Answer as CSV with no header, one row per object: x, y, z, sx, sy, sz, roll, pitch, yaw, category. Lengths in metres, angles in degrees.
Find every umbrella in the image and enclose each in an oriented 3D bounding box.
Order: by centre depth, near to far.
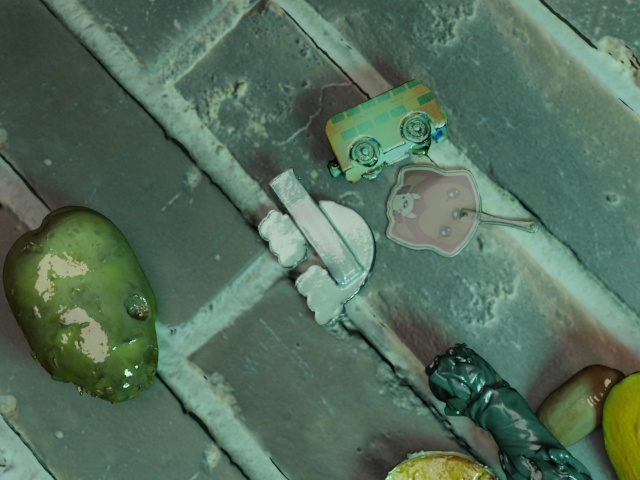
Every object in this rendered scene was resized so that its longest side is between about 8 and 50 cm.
0.268,0.276,1.499,0.094,0.143,0.349,-44,76,4,umbrella

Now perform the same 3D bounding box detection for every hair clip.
0.000,0.000,1.647,0.140,0.054,0.220,-34,79,-4,hair clip

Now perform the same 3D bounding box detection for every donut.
0.164,0.352,1.542,0.181,0.078,0.146,-11,76,12,donut

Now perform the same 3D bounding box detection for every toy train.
0.090,-0.155,1.652,0.188,0.072,0.099,-24,77,2,toy train

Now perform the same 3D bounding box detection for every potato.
-0.333,0.095,1.628,0.191,0.141,0.296,-25,75,-14,potato

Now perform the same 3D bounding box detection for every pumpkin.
0.489,0.283,1.498,0.169,0.148,0.312,-29,91,-38,pumpkin

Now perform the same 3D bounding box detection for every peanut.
0.347,0.223,1.539,0.152,0.076,0.076,-43,75,20,peanut

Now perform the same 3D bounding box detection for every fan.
0.203,-0.037,1.645,0.220,0.009,0.132,10,83,11,fan
